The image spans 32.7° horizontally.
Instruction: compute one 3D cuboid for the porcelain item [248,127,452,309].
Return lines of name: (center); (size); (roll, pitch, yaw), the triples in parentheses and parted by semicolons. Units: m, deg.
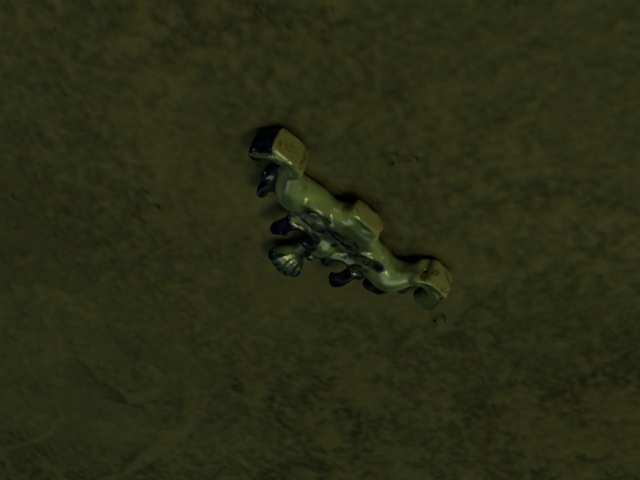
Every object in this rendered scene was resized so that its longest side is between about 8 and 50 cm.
porcelain item: (0.000, 0.000, 0.577); (0.136, 0.021, 0.075); (40, 136, -23)
